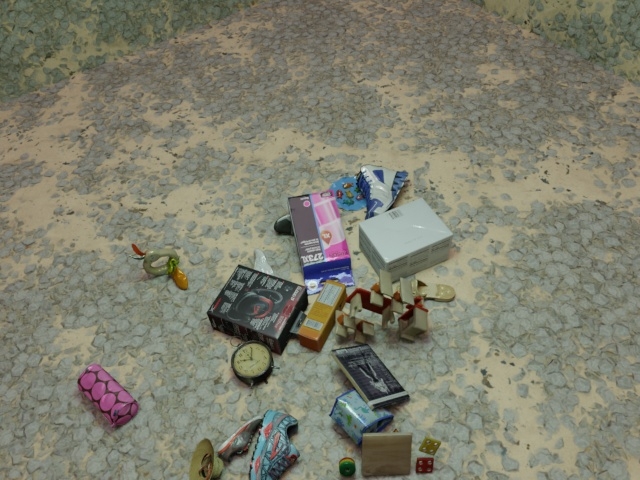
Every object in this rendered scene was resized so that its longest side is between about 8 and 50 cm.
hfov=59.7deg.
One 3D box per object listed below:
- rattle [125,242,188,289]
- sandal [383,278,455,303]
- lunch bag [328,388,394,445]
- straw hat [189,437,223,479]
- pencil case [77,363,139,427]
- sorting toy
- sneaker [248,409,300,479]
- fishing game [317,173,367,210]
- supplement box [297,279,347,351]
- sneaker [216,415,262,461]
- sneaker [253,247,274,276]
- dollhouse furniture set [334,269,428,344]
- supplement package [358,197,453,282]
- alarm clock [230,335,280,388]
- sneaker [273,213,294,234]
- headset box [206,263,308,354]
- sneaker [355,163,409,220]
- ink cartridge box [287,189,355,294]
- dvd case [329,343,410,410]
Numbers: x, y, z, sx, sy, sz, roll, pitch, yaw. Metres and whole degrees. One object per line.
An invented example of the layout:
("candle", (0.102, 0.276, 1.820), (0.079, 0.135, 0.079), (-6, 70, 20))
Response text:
("rattle", (-0.568, 0.097, 1.936), (0.130, 0.200, 0.142), (-21, 65, 14))
("sandal", (0.334, 0.157, 1.881), (0.240, 0.079, 0.088), (1, 50, 6))
("lunch bag", (0.122, 0.496, 1.605), (0.129, 0.096, 0.151), (38, 33, 30))
("straw hat", (-0.304, 0.626, 1.546), (0.061, 0.144, 0.144), (23, 41, -31))
("pencil case", (-0.652, 0.470, 1.696), (0.209, 0.095, 0.098), (32, 75, 30))
("sorting toy", (0.186, 0.570, 1.520), (0.274, 0.132, 0.046), (-1, 20, -1))
("sneaker", (-0.122, 0.594, 1.535), (0.125, 0.104, 0.262), (6, 51, 7))
("fishing game", (0.124, -0.197, 2.226), (0.264, 0.041, 0.189), (-16, 53, -9))
("supplement box", (0.011, 0.244, 1.837), (0.080, 0.078, 0.233), (17, 53, 22))
("sneaker", (-0.222, 0.571, 1.605), (0.158, 0.061, 0.065), (-38, 84, -23))
("sneaker", (-0.216, 0.089, 2.003), (0.061, 0.053, 0.152), (-23, 52, -11))
("dollhouse furniture set", (0.205, 0.210, 1.755), (0.259, 0.262, 0.135), (22, 44, -21))
("supplement package", (0.294, 0.003, 1.972), (0.262, 0.145, 0.204), (-22, 52, -14))
("alarm clock", (-0.224, 0.371, 1.757), (0.129, 0.064, 0.192), (-32, 57, -20))
("sneaker", (-0.054, -0.038, 2.078), (0.229, 0.086, 0.132), (-12, 52, -6))
("headset box", (-0.189, 0.229, 1.844), (0.293, 0.110, 0.218), (16, 53, 18))
("sneaker", (0.203, -0.185, 2.136), (0.182, 0.127, 0.315), (25, 48, 8))
("ink cartridge box", (0.000, 0.000, 1.994), (0.176, 0.069, 0.371), (-11, 68, -5))
("dvd case", (0.147, 0.403, 1.672), (0.164, 0.018, 0.221), (0, 37, -43))
